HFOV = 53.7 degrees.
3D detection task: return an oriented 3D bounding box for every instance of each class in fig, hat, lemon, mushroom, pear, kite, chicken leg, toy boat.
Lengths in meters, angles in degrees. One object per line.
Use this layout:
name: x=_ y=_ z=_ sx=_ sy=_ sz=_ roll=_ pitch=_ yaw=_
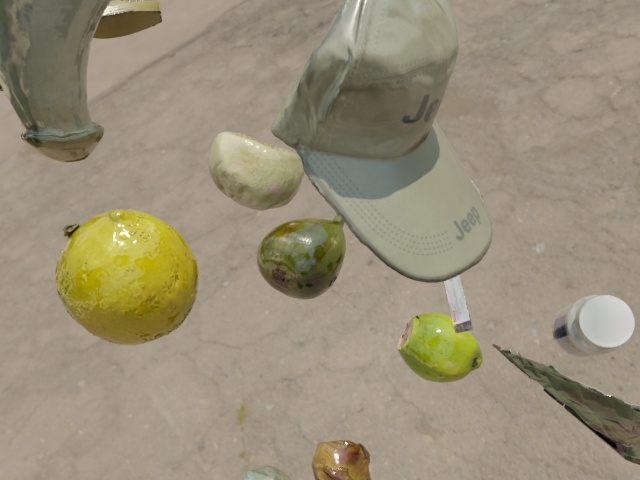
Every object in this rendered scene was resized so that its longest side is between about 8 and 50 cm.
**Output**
fig: x=0.000 y=0.000 z=1.193 sx=0.151 sy=0.151 sz=0.259 roll=6 pitch=39 yaw=41
hat: x=0.092 y=-0.107 z=0.535 sx=0.149 sy=0.245 sz=0.214 roll=-47 pitch=2 yaw=46
lemon: x=-0.251 y=0.052 z=0.838 sx=0.174 sy=0.206 sz=0.173 roll=-17 pitch=38 yaw=14
mushroom: x=-0.174 y=-0.181 z=0.435 sx=0.270 sy=0.118 sz=0.103 roll=-58 pitch=-4 yaw=33
pear: x=0.328 y=0.294 z=1.705 sx=0.220 sy=0.187 sz=0.187 roll=29 pitch=53 yaw=1
kite: x=0.273 y=0.153 z=0.458 sx=0.323 sy=0.267 sz=0.013 roll=24 pitch=73 yaw=15
chicken leg: x=0.070 y=0.430 z=1.008 sx=0.087 sy=0.251 sz=0.107 roll=-38 pitch=-13 yaw=32
toy boat: x=-0.300 y=-0.322 z=0.910 sx=0.149 sy=0.047 sz=0.049 roll=-22 pitch=61 yaw=-28

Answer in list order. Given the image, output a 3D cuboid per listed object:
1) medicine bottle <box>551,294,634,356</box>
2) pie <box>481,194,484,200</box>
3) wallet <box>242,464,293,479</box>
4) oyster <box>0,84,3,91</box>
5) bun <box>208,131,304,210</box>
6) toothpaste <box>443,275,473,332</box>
medicine bottle: x=0.483 y=0.153 z=1.128 sx=0.103 sy=0.186 sz=0.102 roll=-2 pitch=77 yaw=8
pie: x=0.164 y=-0.038 z=0.971 sx=0.195 sy=0.195 sz=0.046 roll=-35 pitch=-1 yaw=-8
wallet: x=-0.035 y=0.430 z=0.593 sx=0.360 sy=0.252 sz=0.083 roll=-62 pitch=5 yaw=-28
oyster: x=-0.559 y=-0.336 z=1.133 sx=0.260 sy=0.092 sz=0.198 roll=-2 pitch=56 yaw=-24
bun: x=-0.124 y=-0.127 z=1.192 sx=0.193 sy=0.179 sz=0.127 roll=-102 pitch=32 yaw=-79
toothpaste: x=0.272 y=0.090 z=1.297 sx=0.040 sy=0.047 sz=0.196 roll=-15 pitch=58 yaw=12
